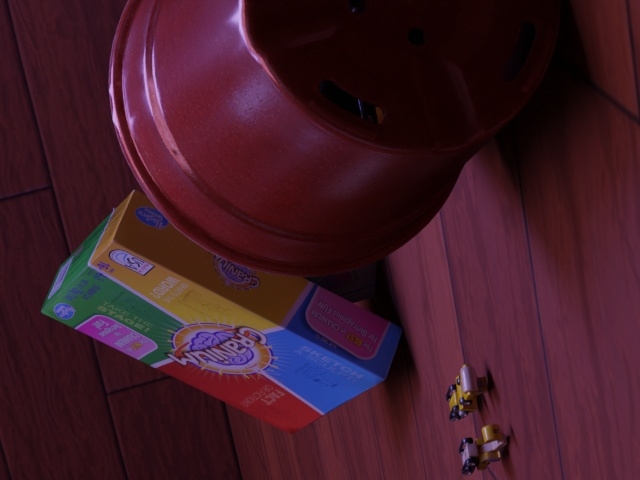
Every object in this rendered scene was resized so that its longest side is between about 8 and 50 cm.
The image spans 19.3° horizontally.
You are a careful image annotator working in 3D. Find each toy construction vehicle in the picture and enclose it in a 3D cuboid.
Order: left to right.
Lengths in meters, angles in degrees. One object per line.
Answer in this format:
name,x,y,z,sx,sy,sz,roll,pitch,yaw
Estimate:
toy construction vehicle,0.136,0.153,1.628,0.098,0.035,0.086,98,167,-62

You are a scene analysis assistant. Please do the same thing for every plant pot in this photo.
plant pot,0.016,-0.130,1.233,0.265,0.272,0.272,147,107,-72

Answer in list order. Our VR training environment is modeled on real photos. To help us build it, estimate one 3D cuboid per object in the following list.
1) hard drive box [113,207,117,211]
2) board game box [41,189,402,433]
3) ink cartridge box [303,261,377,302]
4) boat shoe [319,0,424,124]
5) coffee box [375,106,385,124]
hard drive box,-0.136,0.004,2.396,0.181,0.232,0.089,97,156,-66
board game box,-0.108,0.083,1.975,0.242,0.316,0.064,-39,28,58
ink cartridge box,0.000,0.000,1.945,0.209,0.109,0.062,92,161,-60
boat shoe,0.029,-0.153,1.481,0.340,0.113,0.127,-78,-13,-47
coffee box,0.033,-0.130,1.747,0.113,0.040,0.184,-122,18,-60
